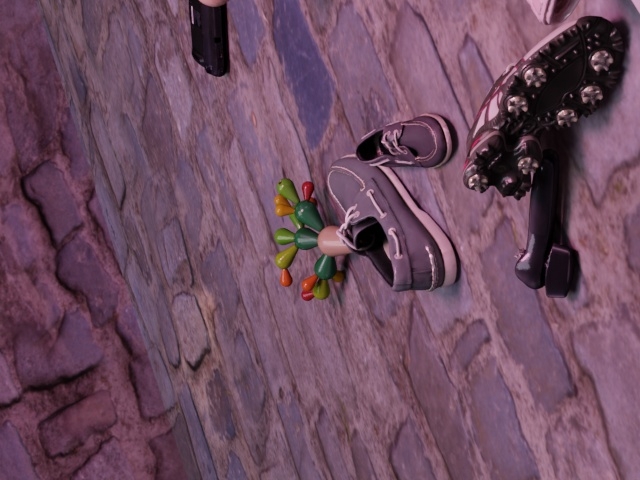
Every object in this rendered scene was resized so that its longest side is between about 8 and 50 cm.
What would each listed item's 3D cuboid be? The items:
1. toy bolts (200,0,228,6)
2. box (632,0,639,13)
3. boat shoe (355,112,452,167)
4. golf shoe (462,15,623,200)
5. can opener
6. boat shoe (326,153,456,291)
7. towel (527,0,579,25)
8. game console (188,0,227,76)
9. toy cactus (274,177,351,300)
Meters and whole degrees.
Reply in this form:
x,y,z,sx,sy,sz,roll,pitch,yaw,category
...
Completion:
x,y,z,sx,sy,sz,roll,pitch,yaw,category
-0.106,-0.430,1.979,0.218,0.228,0.158,-131,42,-56,toy bolts
0.338,-0.341,1.212,0.232,0.058,0.322,65,158,19,box
0.112,-0.128,1.893,0.206,0.065,0.075,0,105,67,boat shoe
0.232,-0.166,1.527,0.273,0.105,0.120,126,154,-46,golf shoe
0.265,-0.021,1.639,0.059,0.073,0.186,-63,-27,-63,can opener
0.076,-0.027,2.005,0.319,0.099,0.116,48,148,46,boat shoe
0.208,-0.429,1.331,0.317,0.053,0.332,113,140,-57,towel
-0.211,-0.468,2.450,0.213,0.044,0.361,-131,32,-48,game console
0.000,0.000,2.244,0.180,0.112,0.219,4,108,47,toy cactus
